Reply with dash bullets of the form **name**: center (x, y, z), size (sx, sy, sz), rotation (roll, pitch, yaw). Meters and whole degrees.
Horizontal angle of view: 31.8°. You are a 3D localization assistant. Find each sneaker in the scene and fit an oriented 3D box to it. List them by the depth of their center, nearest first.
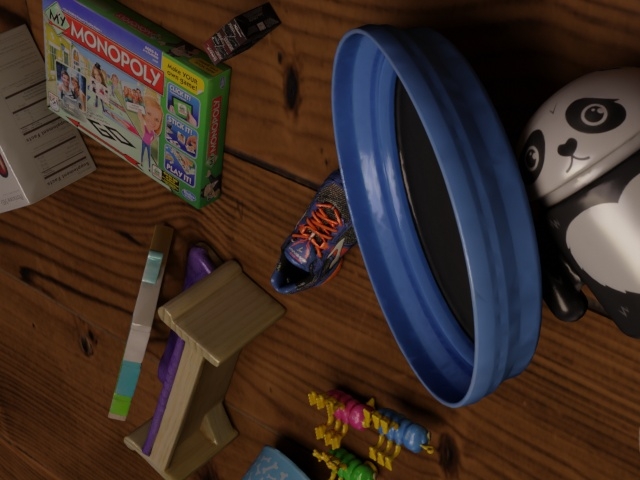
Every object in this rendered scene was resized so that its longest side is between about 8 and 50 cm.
- **sneaker**: center (0.000, 0.000, 1.391), size (0.083, 0.087, 0.221), rotation (41, 139, 15)

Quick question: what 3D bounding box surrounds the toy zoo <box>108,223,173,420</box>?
- **toy zoo**: center (-0.264, 0.111, 1.668), size (0.030, 0.192, 0.293), rotation (14, 136, -8)

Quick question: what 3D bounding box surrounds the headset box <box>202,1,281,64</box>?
- **headset box**: center (-0.096, -0.244, 1.337), size (0.083, 0.062, 0.032), rotation (-24, 97, 51)

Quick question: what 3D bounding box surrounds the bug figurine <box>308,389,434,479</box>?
- **bug figurine**: center (0.078, 0.303, 1.536), size (0.216, 0.072, 0.279), rotation (28, 139, 37)

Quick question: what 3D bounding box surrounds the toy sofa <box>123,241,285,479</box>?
- **toy sofa**: center (-0.198, 0.188, 1.672), size (0.177, 0.150, 0.362), rotation (40, 138, 16)

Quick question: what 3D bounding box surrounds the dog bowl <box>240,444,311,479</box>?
- **dog bowl**: center (-0.009, 0.440, 1.677), size (0.297, 0.074, 0.166), rotation (46, 160, 11)

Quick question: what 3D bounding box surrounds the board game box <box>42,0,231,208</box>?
- **board game box**: center (-0.259, -0.207, 1.540), size (0.317, 0.046, 0.213), rotation (33, 136, 25)

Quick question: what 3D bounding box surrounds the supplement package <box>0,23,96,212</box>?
- **supplement package**: center (-0.474, -0.180, 1.704), size (0.139, 0.134, 0.244), rotation (-10, 109, 48)

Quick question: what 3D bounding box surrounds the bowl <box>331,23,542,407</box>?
- **bowl**: center (0.110, -0.029, 1.131), size (0.391, 0.077, 0.391), rotation (164, 90, -79)

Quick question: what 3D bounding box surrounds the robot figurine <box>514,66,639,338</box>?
- **robot figurine**: center (0.296, -0.023, 1.007), size (0.278, 0.209, 0.173), rotation (54, 167, 1)

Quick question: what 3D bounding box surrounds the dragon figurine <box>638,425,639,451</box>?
- **dragon figurine**: center (0.400, 0.298, 1.198), size (0.085, 0.144, 0.289), rotation (-18, 83, 51)
